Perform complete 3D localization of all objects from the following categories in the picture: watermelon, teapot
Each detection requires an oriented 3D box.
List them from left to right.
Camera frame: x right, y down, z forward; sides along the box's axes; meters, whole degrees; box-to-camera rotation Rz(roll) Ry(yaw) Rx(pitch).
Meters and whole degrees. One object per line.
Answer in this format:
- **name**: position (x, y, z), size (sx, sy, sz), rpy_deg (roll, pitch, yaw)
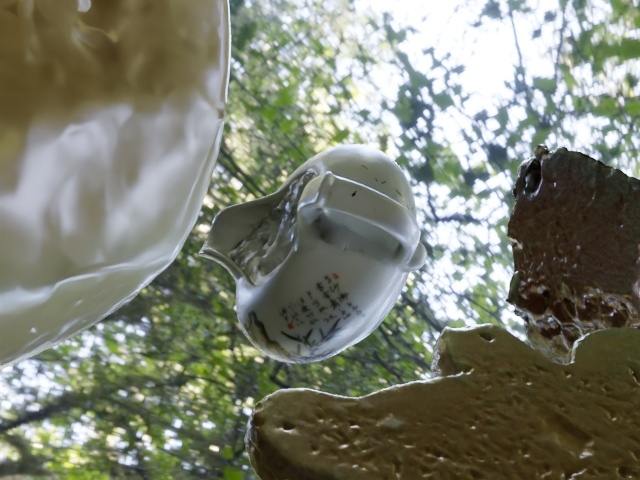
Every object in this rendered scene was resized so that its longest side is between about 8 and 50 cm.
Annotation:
- **teapot**: position (0.000, 0.000, 0.945), size (0.166, 0.299, 0.208), rpy_deg (36, -113, -7)
- **watermelon**: position (0.201, 0.034, 0.721), size (0.193, 0.257, 0.140), rpy_deg (28, -104, 39)

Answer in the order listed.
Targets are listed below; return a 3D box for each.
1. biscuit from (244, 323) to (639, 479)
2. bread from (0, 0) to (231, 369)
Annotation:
- **biscuit**: position (0.095, 0.090, 0.460), size (0.153, 0.234, 0.030), rpy_deg (42, -48, 36)
- **bread**: position (-0.218, -0.101, 0.410), size (0.253, 0.376, 0.348), rpy_deg (-1, -81, 39)
